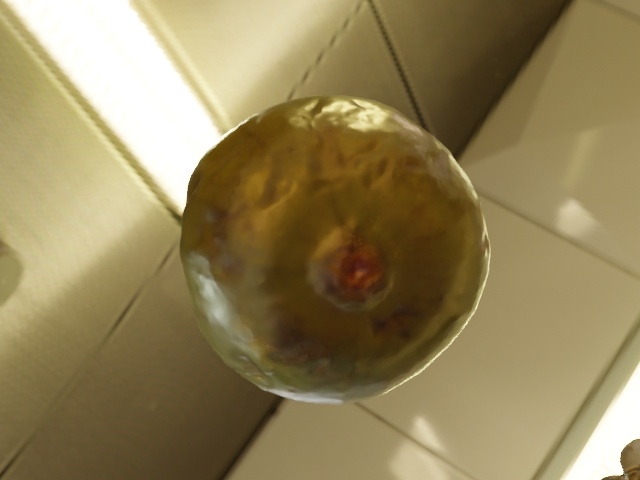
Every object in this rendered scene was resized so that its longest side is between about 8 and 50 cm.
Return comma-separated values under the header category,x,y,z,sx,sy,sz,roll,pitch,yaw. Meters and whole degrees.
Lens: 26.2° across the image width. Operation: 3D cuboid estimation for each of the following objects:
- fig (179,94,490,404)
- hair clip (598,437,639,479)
category,x,y,z,sx,sy,sz,roll,pitch,yaw
fig,0.010,0.006,1.462,0.343,0.343,0.343,-40,-33,-33
hair clip,0.386,0.342,1.500,0.075,0.146,0.257,-32,-78,-72
